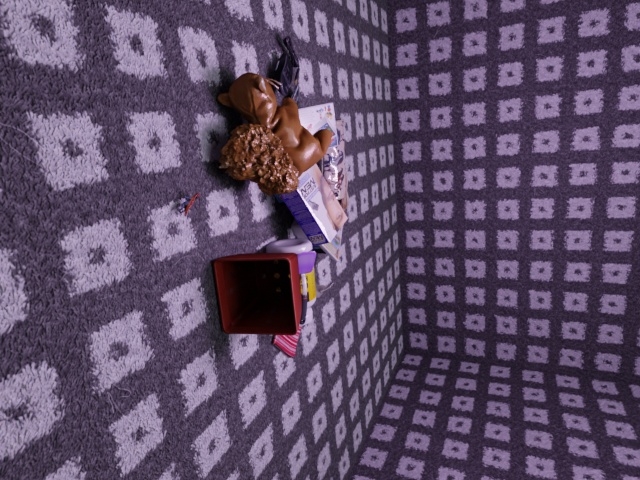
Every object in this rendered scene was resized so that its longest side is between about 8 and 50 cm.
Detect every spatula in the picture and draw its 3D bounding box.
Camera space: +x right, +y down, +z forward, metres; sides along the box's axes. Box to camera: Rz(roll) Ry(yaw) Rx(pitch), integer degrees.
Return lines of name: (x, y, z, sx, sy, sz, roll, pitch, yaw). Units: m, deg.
spatula: (-0.065, 0.186, 1.581, 0.084, 0.030, 0.296, -2, 100, -27)

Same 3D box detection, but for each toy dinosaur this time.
toy dinosaur: (-0.386, -0.108, 1.220, 0.082, 0.090, 0.047, -39, 151, -20)

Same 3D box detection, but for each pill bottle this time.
pill bottle: (-0.114, 0.171, 1.678, 0.188, 0.188, 0.334, -29, 117, -62)

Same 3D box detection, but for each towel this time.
towel: (-0.129, 0.366, 1.846, 0.199, 0.031, 0.275, 58, 41, -49)

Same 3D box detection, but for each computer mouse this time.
computer mouse: (-0.148, -0.703, 1.734, 0.184, 0.060, 0.262, 51, 44, -68)

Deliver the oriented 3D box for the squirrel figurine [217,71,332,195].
squirrel figurine: (-0.186, -0.370, 1.414, 0.370, 0.281, 0.397, 57, 38, -41)

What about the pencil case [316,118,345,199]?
pencil case: (0.035, -0.380, 1.991, 0.183, 0.160, 0.410, -16, 110, -49)

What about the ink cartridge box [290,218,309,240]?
ink cartridge box: (-0.053, -0.089, 1.926, 0.140, 0.082, 0.191, 65, 33, -43)

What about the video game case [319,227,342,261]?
video game case: (0.043, -0.036, 1.971, 0.227, 0.026, 0.206, 47, 44, -51)

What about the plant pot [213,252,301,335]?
plant pot: (-0.192, 0.161, 1.459, 0.236, 0.267, 0.267, -48, 135, -72)

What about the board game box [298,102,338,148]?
board game box: (-0.062, -0.471, 1.763, 0.305, 0.053, 0.193, -22, 115, -33)

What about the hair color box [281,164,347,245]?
hair color box: (-0.038, -0.167, 1.698, 0.339, 0.110, 0.185, 59, 45, -23)

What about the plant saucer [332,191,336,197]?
plant saucer: (-0.037, -0.164, 1.854, 0.278, 0.041, 0.278, 15, 61, -30)

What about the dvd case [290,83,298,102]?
dvd case: (-0.118, -0.613, 1.802, 0.087, 0.013, 0.119, 97, 9, -64)

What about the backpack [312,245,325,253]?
backpack: (0.000, 0.000, 2.020, 0.084, 0.105, 0.114, 60, 37, -50)

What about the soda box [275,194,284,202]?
soda box: (-0.132, -0.264, 1.762, 0.071, 0.067, 0.210, 59, 40, -47)

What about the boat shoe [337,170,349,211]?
boat shoe: (0.079, -0.279, 2.168, 0.116, 0.123, 0.324, -57, 139, -45)

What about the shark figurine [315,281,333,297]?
shark figurine: (-0.013, 0.228, 1.950, 0.278, 0.116, 0.166, 38, 36, -55)
